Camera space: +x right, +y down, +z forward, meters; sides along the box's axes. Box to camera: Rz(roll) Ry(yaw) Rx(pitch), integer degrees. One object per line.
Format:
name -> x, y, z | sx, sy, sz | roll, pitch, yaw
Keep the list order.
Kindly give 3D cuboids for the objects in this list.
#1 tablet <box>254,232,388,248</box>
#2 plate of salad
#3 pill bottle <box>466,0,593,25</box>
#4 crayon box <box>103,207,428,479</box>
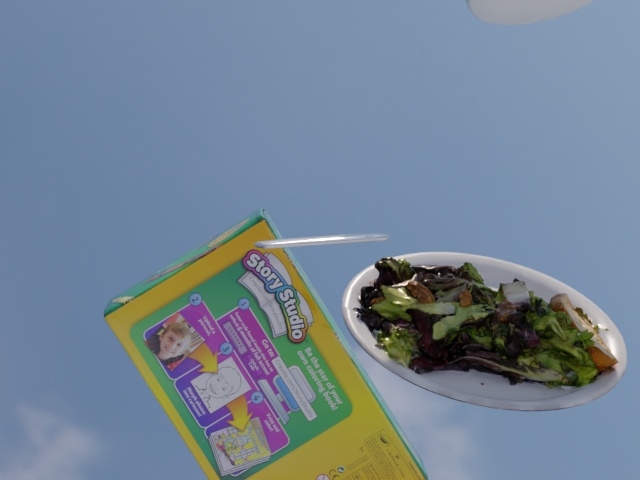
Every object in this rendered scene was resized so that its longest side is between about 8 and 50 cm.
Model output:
tablet -> 0.000, 0.000, 1.277 | 0.054, 0.083, 0.006 | -175, 82, -81
plate of salad -> 0.114, 0.052, 1.320 | 0.200, 0.200, 0.048 | -32, -40, -50
pill bottle -> 0.136, -0.326, 1.486 | 0.169, 0.169, 0.301 | 21, -130, -56
crayon box -> -0.046, 0.132, 1.688 | 0.278, 0.165, 0.081 | 59, -178, -6
